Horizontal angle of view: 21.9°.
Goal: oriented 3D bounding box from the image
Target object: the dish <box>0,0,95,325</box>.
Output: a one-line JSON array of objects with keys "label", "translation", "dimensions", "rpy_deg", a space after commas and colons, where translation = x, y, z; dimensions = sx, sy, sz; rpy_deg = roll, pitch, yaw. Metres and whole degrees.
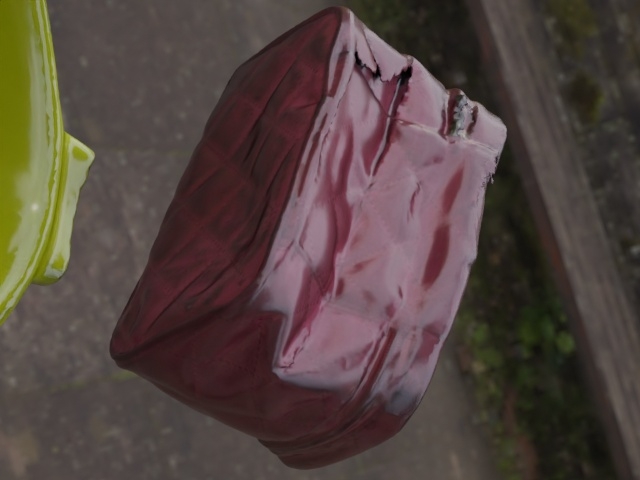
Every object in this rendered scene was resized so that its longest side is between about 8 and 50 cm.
[{"label": "dish", "translation": [-0.176, -0.041, 0.369], "dimensions": [0.262, 0.108, 0.221], "rpy_deg": [-32, 116, -57]}]

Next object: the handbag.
[{"label": "handbag", "translation": [0.000, 0.000, 0.854], "dimensions": [0.135, 0.146, 0.225], "rpy_deg": [35, 51, -21]}]
